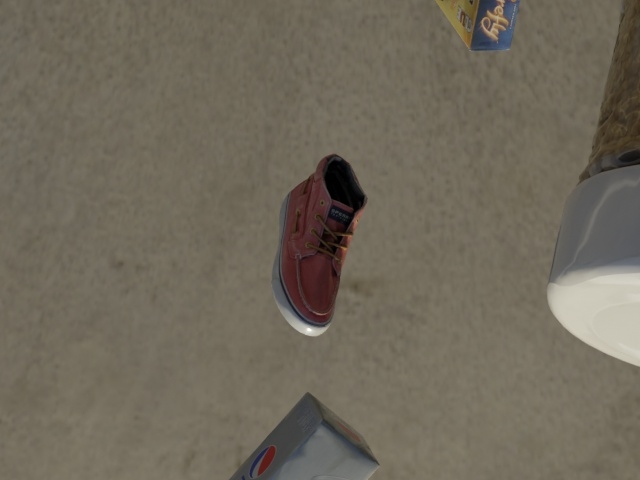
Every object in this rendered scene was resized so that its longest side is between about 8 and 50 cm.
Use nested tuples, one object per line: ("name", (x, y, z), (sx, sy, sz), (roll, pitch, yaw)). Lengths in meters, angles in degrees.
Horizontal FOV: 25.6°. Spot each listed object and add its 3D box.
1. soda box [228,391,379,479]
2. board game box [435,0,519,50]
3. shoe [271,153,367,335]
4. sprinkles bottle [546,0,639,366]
("soda box", (-0.066, 0.323, 1.646), (0.098, 0.091, 0.286), (41, 93, -19))
("board game box", (0.133, -0.308, 1.327), (0.042, 0.243, 0.165), (-3, 127, -15))
("shoe", (0.000, 0.000, 1.325), (0.064, 0.178, 0.081), (21, 133, -22))
("sprinkles bottle", (0.195, -0.119, 0.622), (0.121, 0.355, 0.121), (15, 159, 6))
